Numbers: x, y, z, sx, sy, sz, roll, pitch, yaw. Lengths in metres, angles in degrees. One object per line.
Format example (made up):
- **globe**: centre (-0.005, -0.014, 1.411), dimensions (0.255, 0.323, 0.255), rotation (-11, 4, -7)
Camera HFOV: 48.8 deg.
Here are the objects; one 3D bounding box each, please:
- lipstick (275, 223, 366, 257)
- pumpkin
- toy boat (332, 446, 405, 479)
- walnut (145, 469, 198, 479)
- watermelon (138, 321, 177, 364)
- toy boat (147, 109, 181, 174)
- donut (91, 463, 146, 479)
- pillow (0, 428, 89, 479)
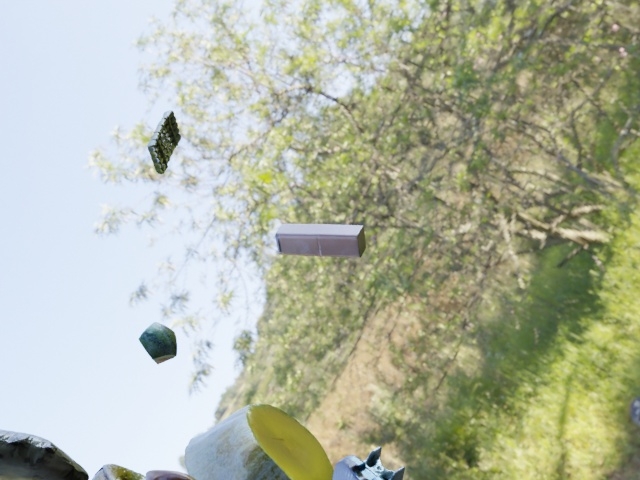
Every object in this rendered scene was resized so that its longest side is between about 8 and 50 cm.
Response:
- **lipstick**: centre (0.000, 0.000, 1.179), dimensions (0.045, 0.145, 0.045), rotation (-55, -39, -56)
- **pumpkin**: centre (-0.116, 0.507, 1.568), dimensions (0.199, 0.332, 0.332), rotation (-43, -12, 3)
- **toy boat**: centre (0.081, 0.500, 1.210), dimensions (0.092, 0.134, 0.298), rotation (-15, -56, -36)
- **walnut**: centre (-0.219, 0.439, 0.909), dimensions (0.209, 0.209, 0.336), rotation (-43, -20, -53)
- **watermelon**: centre (-0.374, 0.237, 1.595), dimensions (0.092, 0.084, 0.072), rotation (16, -56, -38)
- **toy boat**: centre (-0.265, -0.169, 1.205), dimensions (0.115, 0.016, 0.063), rotation (-82, -14, -48)
- **donut**: centre (-0.468, 0.652, 1.763), dimensions (0.107, 0.272, 0.272), rotation (-65, -12, -8)
- **pillow**: centre (-0.366, 0.230, 0.762), dimensions (0.093, 0.241, 0.051), rotation (-52, 28, 39)
